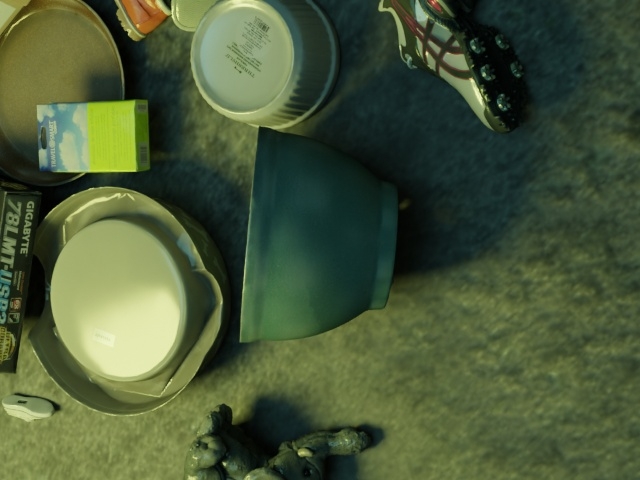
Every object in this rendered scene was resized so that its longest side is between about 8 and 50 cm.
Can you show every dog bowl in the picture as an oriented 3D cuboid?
[{"bbox_3d":[-0.293,0.089,1.840,0.349,0.102,0.348,3,97,26],"label":"dog bowl"}]

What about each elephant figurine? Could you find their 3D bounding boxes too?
[{"bbox_3d":[-0.074,0.350,1.748,0.240,0.169,0.186,20,133,6],"label":"elephant figurine"}]

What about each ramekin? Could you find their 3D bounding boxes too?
[{"bbox_3d":[-0.087,-0.261,1.702,0.207,0.109,0.207,3,96,25],"label":"ramekin"}]

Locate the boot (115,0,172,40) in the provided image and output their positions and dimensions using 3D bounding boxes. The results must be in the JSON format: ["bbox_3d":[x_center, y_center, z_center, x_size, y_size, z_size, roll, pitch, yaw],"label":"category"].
[{"bbox_3d":[-0.283,-0.391,1.812,0.085,0.059,0.158,-29,91,22],"label":"boot"}]

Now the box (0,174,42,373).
[{"bbox_3d":[-0.563,0.033,1.921,0.293,0.073,0.295,18,103,45],"label":"box"}]

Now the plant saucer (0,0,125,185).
[{"bbox_3d":[-0.429,-0.242,1.898,0.311,0.050,0.310,3,97,26],"label":"plant saucer"}]

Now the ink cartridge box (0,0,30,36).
[{"bbox_3d":[-0.569,-0.375,1.886,0.235,0.088,0.193,-44,47,22],"label":"ink cartridge box"}]

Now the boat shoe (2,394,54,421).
[{"bbox_3d":[-0.484,0.284,1.991,0.100,0.035,0.035,6,125,21],"label":"boat shoe"}]

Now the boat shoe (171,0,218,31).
[{"bbox_3d":[-0.161,-0.419,1.744,0.084,0.079,0.233,14,105,-10],"label":"boat shoe"}]

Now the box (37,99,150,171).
[{"bbox_3d":[-0.345,-0.158,1.818,0.178,0.042,0.109,1,96,25],"label":"box"}]

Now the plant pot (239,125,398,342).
[{"bbox_3d":[0.000,0.000,1.618,0.196,0.293,0.293,5,99,-2],"label":"plant pot"}]

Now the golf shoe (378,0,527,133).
[{"bbox_3d":[0.180,-0.251,1.598,0.120,0.105,0.272,-36,74,40],"label":"golf shoe"}]
